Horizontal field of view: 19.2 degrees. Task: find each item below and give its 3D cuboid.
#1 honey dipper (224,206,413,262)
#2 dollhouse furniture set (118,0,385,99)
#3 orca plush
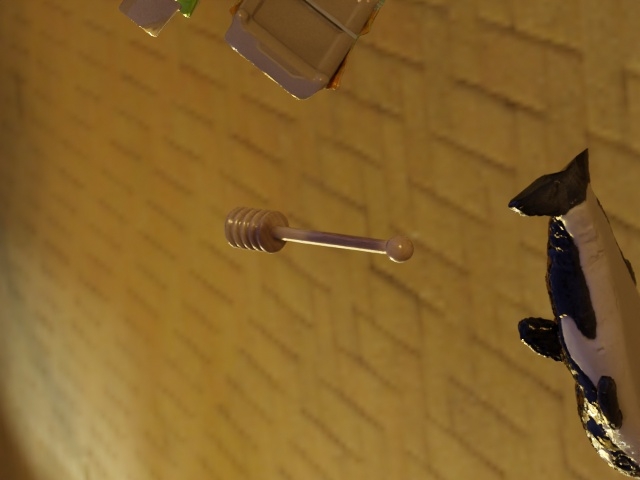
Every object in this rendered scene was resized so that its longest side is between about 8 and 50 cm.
[{"bbox_3d":[0.000,0.000,1.270,0.161,0.030,0.030,10,108,43],"label":"honey dipper"},{"bbox_3d":[-0.051,-0.126,0.932,0.058,0.152,0.076,-40,16,51],"label":"dollhouse furniture set"},{"bbox_3d":[0.196,0.072,1.498,0.287,0.102,0.151,59,-145,-36],"label":"orca plush"}]
